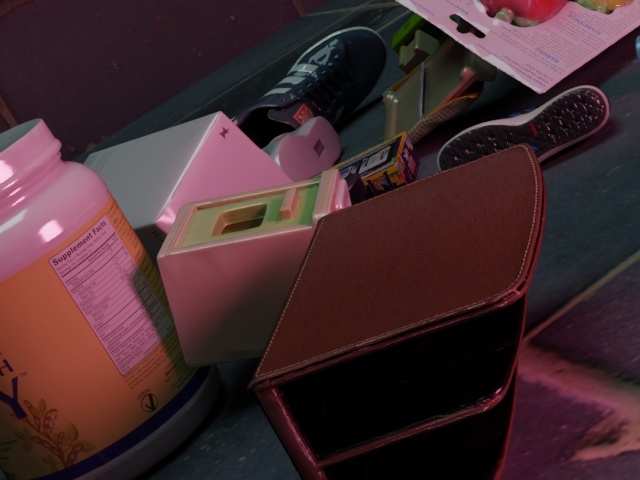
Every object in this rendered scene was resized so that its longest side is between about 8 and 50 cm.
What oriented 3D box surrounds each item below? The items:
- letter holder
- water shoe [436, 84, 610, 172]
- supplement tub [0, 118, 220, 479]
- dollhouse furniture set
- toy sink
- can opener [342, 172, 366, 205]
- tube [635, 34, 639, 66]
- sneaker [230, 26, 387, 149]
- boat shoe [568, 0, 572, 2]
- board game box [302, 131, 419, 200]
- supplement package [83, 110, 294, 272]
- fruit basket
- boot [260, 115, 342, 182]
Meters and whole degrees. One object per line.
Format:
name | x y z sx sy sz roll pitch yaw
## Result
letter holder | 0.100 0.065 1.028 0.214 0.152 0.302 -22 18 18
water shoe | 0.232 -0.110 1.498 0.203 0.073 0.080 -21 -4 17
supplement tub | -0.276 0.071 1.324 0.241 0.331 0.241 -28 16 9
dollhouse furniture set | 0.204 -0.219 1.853 0.197 0.151 0.301 -44 24 35
toy sink | -0.024 0.018 1.303 0.234 0.131 0.153 -10 20 9
can opener | 0.000 0.000 1.560 0.059 0.073 0.186 -1 41 45
tube | 0.457 -0.229 1.477 0.207 0.052 0.080 -13 25 31
sneaker | -0.023 -0.207 2.109 0.350 0.131 0.148 -41 16 -5
boat shoe | 0.374 -0.405 2.041 0.108 0.102 0.301 -39 19 -29
board game box | 0.038 -0.065 1.701 0.170 0.048 0.141 -25 15 18
supplement package | -0.187 -0.015 1.639 0.293 0.177 0.175 -12 43 48
fruit basket | 0.297 -0.346 1.756 0.353 0.165 0.327 -39 55 -18
boot | -0.055 -0.098 1.916 0.123 0.095 0.258 -30 7 22
